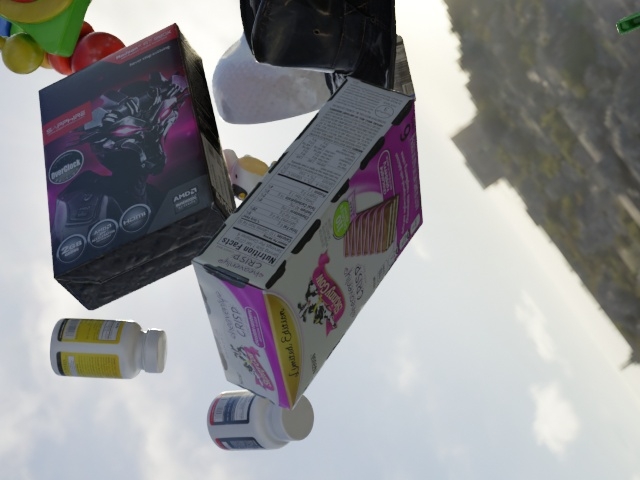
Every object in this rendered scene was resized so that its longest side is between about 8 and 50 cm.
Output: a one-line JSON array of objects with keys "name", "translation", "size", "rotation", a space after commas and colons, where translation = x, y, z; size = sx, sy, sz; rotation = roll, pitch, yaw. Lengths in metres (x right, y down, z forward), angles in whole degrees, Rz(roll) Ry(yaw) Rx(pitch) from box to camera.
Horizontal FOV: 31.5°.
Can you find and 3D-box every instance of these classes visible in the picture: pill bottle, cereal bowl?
[{"name": "pill bottle", "translation": [-0.228, 0.118, 1.227], "size": [0.065, 0.116, 0.065], "rotation": [3, -90, -84]}, {"name": "pill bottle", "translation": [0.094, -0.268, 1.714], "size": [0.078, 0.078, 0.137], "rotation": [-82, -22, -78]}, {"name": "cereal bowl", "translation": [-0.040, -0.331, 2.013], "size": [0.339, 0.339, 0.141], "rotation": [-103, -3, -70]}, {"name": "pill bottle", "translation": [-0.102, 0.311, 1.970], "size": [0.108, 0.180, 0.107], "rotation": [12, -106, -45]}]

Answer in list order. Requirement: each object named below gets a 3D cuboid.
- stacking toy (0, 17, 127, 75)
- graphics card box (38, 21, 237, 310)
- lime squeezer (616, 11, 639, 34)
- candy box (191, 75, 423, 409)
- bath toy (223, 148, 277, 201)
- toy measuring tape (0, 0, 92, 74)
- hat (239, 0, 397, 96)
[{"name": "stacking toy", "translation": [-0.426, -0.314, 1.737], "size": [0.330, 0.141, 0.141], "rotation": [30, 178, 24]}, {"name": "graphics card box", "translation": [-0.249, -0.107, 1.514], "size": [0.094, 0.233, 0.370], "rotation": [55, -165, -49]}, {"name": "lime squeezer", "translation": [0.428, -0.254, 1.044], "size": [0.310, 0.110, 0.058], "rotation": [-3, 103, 51]}, {"name": "candy box", "translation": [0.000, 0.000, 0.937], "size": [0.071, 0.233, 0.159], "rotation": [21, 145, 25]}, {"name": "bath toy", "translation": [-0.222, -0.129, 2.158], "size": [0.348, 0.151, 0.129], "rotation": [15, -114, -32]}, {"name": "toy measuring tape", "translation": [-0.259, -0.325, 1.115], "size": [0.121, 0.330, 0.121], "rotation": [21, -173, -3]}, {"name": "hat", "translation": [-0.018, -0.272, 1.244], "size": [0.331, 0.134, 0.331], "rotation": [169, 90, -74]}]
